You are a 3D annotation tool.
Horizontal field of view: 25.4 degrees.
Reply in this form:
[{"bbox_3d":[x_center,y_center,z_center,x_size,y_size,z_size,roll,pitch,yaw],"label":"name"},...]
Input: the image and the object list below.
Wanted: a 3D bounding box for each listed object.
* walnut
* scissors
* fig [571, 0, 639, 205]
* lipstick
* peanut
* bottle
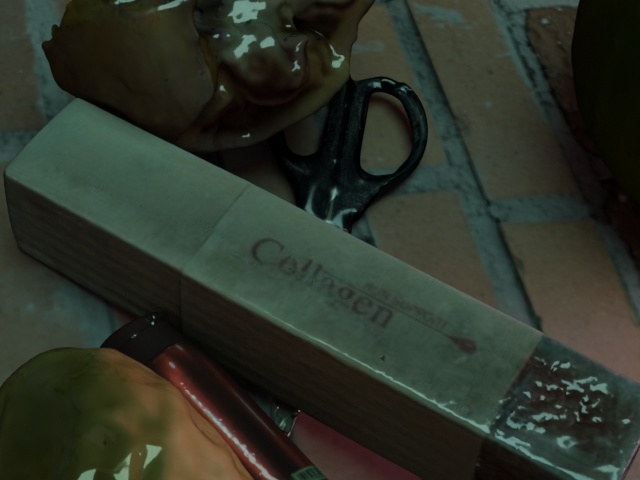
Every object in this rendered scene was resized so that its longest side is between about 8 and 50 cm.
[{"bbox_3d":[-0.057,-0.138,0.889,0.238,0.204,0.141,-37,110,-24],"label":"walnut"},{"bbox_3d":[0.000,0.000,0.875,0.109,0.022,0.300,12,50,1],"label":"scissors"},{"bbox_3d":[0.311,-0.138,0.873,0.316,0.316,0.316,7,51,-9],"label":"fig"},{"bbox_3d":[-0.004,0.042,0.777,0.371,0.080,0.076,28,57,15],"label":"lipstick"},{"bbox_3d":[-0.092,0.183,0.624,0.159,0.143,0.291,3,53,1],"label":"peanut"},{"bbox_3d":[-0.055,0.106,0.754,0.060,0.060,0.164,-31,64,-32],"label":"bottle"}]
